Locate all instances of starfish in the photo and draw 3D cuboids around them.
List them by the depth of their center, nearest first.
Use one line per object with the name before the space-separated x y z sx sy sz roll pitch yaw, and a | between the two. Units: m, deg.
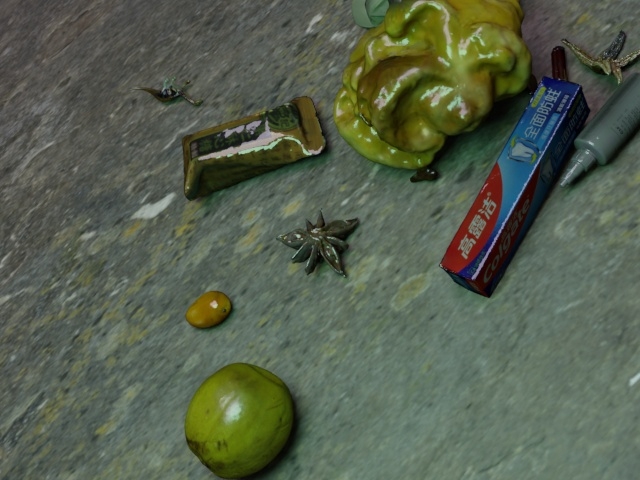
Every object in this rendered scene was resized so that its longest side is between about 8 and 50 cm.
starfish | 0.428 -0.280 1.286 0.130 0.041 0.133 25 48 35

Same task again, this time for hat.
hat | 0.126 -0.452 1.550 0.122 0.081 0.166 -50 40 -10

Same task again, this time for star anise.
star anise | -0.011 0.002 1.340 0.129 0.056 0.124 5 60 15

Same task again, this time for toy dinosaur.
toy dinosaur | -0.312 -0.312 1.730 0.180 0.037 0.058 9 61 33

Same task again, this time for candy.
candy | -0.123 -0.170 1.494 0.272 0.101 0.143 -18 59 12

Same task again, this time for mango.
mango | -0.186 0.115 1.380 0.089 0.046 0.060 -21 49 33

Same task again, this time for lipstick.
lipstick | 0.370 -0.232 1.296 0.027 0.027 0.176 -10 56 24

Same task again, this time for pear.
pear | -0.116 0.252 1.184 0.149 0.149 0.162 31 79 39

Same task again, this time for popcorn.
popcorn | 0.173 -0.272 1.290 0.297 0.281 0.315 3 48 50

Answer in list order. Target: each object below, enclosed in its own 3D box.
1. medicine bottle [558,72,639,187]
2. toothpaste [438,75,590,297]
medicine bottle | 0.406 -0.151 1.203 0.199 0.057 0.058 -49 50 -5
toothpaste | 0.279 -0.077 1.196 0.066 0.076 0.320 24 81 35
